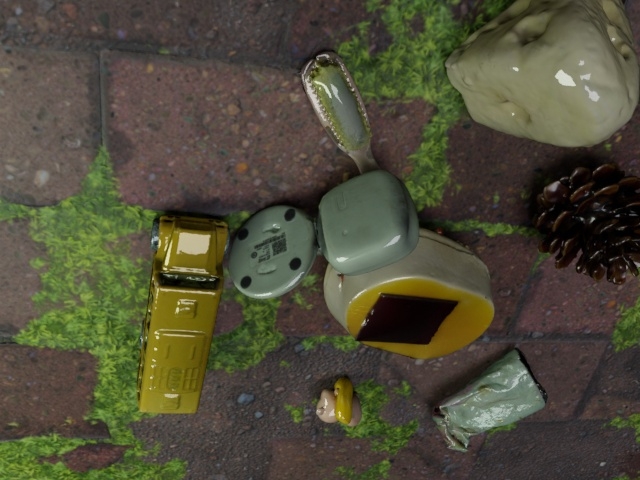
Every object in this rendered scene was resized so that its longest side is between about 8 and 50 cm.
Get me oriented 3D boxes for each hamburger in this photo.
[{"bbox_3d":[0.150,0.084,1.040,0.295,0.151,0.227,20,123,-32],"label":"hamburger"}]

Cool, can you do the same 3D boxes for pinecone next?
[{"bbox_3d":[0.457,-0.022,1.013,0.208,0.207,0.207,-5,122,-9],"label":"pinecone"}]

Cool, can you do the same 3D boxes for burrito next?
[{"bbox_3d":[0.336,0.327,1.263,0.229,0.089,0.143,-31,108,7],"label":"burrito"}]

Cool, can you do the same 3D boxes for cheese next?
[{"bbox_3d":[0.329,-0.247,0.823,0.251,0.248,0.173,-40,122,6],"label":"cheese"}]

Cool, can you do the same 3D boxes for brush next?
[{"bbox_3d":[0.060,-0.135,0.935,0.072,0.067,0.312,-27,125,4],"label":"brush"}]

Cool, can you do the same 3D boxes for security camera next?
[{"bbox_3d":[0.000,0.000,0.939,0.302,0.157,0.080,-20,146,18],"label":"security camera"}]

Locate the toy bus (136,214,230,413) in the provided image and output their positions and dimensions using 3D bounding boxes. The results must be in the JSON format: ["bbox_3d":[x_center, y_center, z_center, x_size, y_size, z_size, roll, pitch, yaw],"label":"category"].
[{"bbox_3d":[-0.226,0.124,0.996,0.121,0.123,0.335,7,120,-16],"label":"toy bus"}]

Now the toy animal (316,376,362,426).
[{"bbox_3d":[0.030,0.316,1.204,0.082,0.091,0.114,-15,155,18],"label":"toy animal"}]
